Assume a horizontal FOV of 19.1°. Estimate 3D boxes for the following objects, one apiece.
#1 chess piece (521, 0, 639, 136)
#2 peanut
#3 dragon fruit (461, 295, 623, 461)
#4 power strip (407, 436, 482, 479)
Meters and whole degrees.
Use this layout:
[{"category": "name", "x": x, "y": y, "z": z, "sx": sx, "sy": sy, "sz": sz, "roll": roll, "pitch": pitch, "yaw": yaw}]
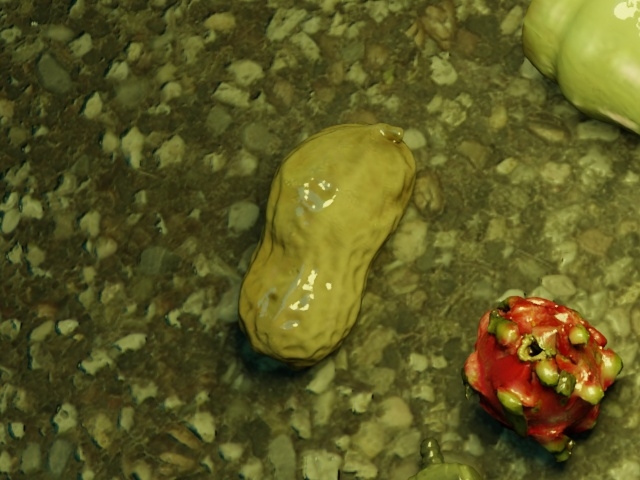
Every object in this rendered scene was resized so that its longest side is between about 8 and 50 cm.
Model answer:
[{"category": "chess piece", "x": 0.417, "y": -0.123, "z": 1.910, "sx": 0.234, "sy": 0.234, "sz": 0.442, "roll": -43, "pitch": 63, "yaw": 5}, {"category": "peanut", "x": -0.005, "y": -0.007, "z": 2.096, "sx": 0.143, "sy": 0.159, "sz": 0.291, "roll": 18, "pitch": 81, "yaw": 51}, {"category": "dragon fruit", "x": 0.225, "y": 0.136, "z": 1.953, "sx": 0.160, "sy": 0.172, "sz": 0.167, "roll": -26, "pitch": 68, "yaw": 12}, {"category": "power strip", "x": 0.159, "y": 0.390, "z": 1.969, "sx": 0.092, "sy": 0.066, "sz": 0.388, "roll": -20, "pitch": 71, "yaw": 17}]
